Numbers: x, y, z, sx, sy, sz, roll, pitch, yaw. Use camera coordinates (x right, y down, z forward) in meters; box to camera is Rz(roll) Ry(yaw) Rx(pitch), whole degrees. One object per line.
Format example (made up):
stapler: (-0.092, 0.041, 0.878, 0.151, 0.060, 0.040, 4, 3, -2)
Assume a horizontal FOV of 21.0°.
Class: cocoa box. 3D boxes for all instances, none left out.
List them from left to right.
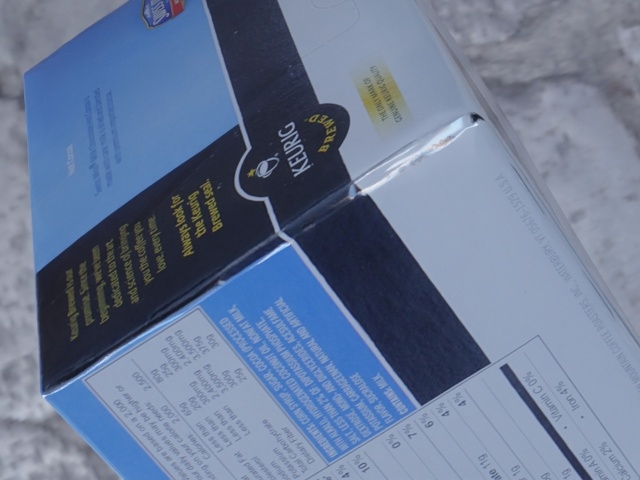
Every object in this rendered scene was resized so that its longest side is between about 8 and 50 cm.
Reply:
cocoa box: (0.000, 0.000, 0.907, 0.228, 0.347, 0.231, -33, 120, 8)
